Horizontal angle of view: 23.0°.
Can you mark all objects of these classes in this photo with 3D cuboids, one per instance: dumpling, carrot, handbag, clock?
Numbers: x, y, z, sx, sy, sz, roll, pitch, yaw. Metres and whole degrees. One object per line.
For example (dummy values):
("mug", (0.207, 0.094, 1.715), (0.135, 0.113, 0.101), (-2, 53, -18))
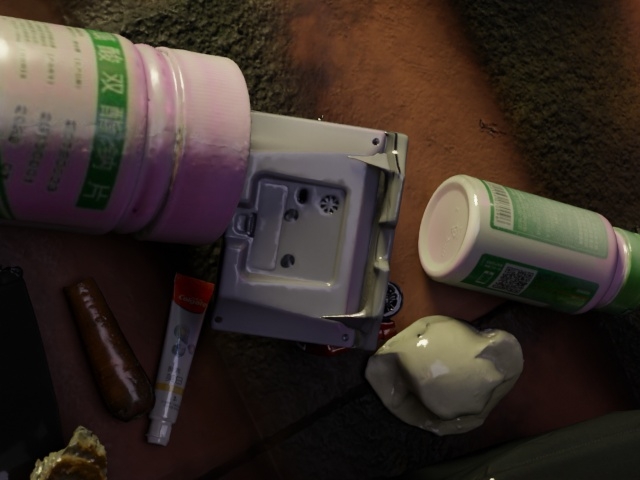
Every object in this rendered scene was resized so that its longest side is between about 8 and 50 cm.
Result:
("dumpling", (0.151, 0.164, 1.855), (0.176, 0.092, 0.150), (-18, 106, -33))
("carrot", (-0.226, 0.117, 1.684), (0.055, 0.055, 0.161), (-25, 93, -27))
("handbag", (-0.380, 0.164, 1.588), (0.223, 0.080, 0.247), (-16, 96, -35))
("handbag", (0.237, 0.314, 1.777), (0.301, 0.275, 0.178), (-12, 81, -32))
("clock", (-0.012, -0.007, 1.681), (0.186, 0.083, 0.253), (8, 95, -6))

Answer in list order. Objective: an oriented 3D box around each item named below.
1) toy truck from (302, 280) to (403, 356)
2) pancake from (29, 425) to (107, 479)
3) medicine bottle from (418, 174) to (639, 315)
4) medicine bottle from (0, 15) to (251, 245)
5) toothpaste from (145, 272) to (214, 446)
("toy truck", (0.000, 0.000, 1.780), (0.114, 0.107, 0.253), (-21, 96, -18))
("pancake", (-0.264, 0.312, 1.607), (0.266, 0.057, 0.245), (24, 82, -37))
("medicine bottle", (0.264, 0.014, 1.899), (0.274, 0.133, 0.133), (14, 78, -24))
("medicine bottle", (-0.256, -0.111, 1.606), (0.325, 0.212, 0.212), (7, 81, -25))
("toothpaste", (-0.158, 0.132, 1.730), (0.048, 0.031, 0.190), (18, 73, -21))
